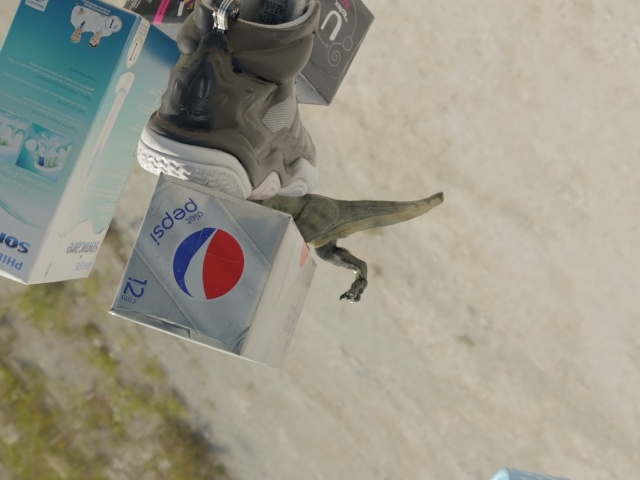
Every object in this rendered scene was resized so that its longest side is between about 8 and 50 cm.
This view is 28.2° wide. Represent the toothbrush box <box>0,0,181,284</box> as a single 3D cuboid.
[{"bbox_3d":[-0.277,-0.111,1.363,0.126,0.296,0.216,22,-177,5],"label":"toothbrush box"}]

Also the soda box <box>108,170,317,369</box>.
[{"bbox_3d":[-0.066,0.031,0.916,0.091,0.098,0.286,19,174,6],"label":"soda box"}]

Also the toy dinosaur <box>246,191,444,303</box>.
[{"bbox_3d":[0.000,0.000,1.287,0.064,0.268,0.118,121,149,-72],"label":"toy dinosaur"}]

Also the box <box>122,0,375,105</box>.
[{"bbox_3d":[-0.097,-0.277,1.591,0.270,0.143,0.165,11,157,42],"label":"box"}]

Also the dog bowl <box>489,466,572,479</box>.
[{"bbox_3d":[0.191,0.365,1.337,0.074,0.297,0.166,24,134,-2],"label":"dog bowl"}]

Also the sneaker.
[{"bbox_3d":[-0.043,-0.116,0.957,0.101,0.268,0.153,20,100,11],"label":"sneaker"}]
